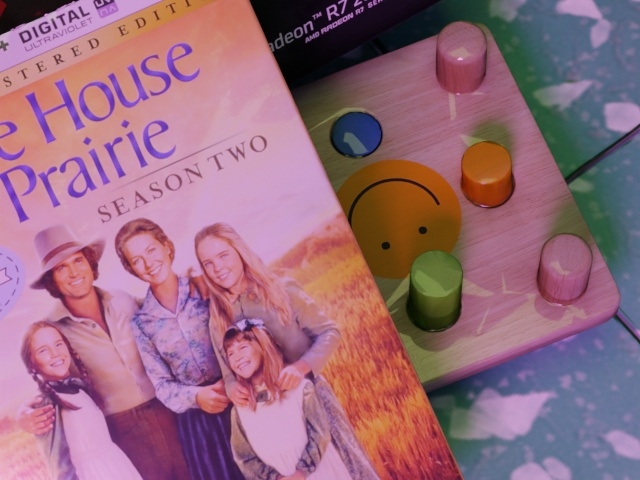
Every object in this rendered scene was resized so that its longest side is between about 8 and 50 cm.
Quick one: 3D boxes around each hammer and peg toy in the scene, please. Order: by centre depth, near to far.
[{"bbox_3d":[0.000,0.000,1.399,0.361,0.127,0.266,-20,67,-6],"label":"hammer and peg toy"}]

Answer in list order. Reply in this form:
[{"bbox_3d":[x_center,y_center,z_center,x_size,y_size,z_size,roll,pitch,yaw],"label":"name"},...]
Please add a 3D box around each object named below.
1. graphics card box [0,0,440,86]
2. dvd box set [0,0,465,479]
[{"bbox_3d":[-0.085,-0.192,1.433,0.371,0.094,0.233,-29,40,-19],"label":"graphics card box"},{"bbox_3d":[-0.115,0.058,1.251,0.308,0.062,0.420,-24,95,-6],"label":"dvd box set"}]
